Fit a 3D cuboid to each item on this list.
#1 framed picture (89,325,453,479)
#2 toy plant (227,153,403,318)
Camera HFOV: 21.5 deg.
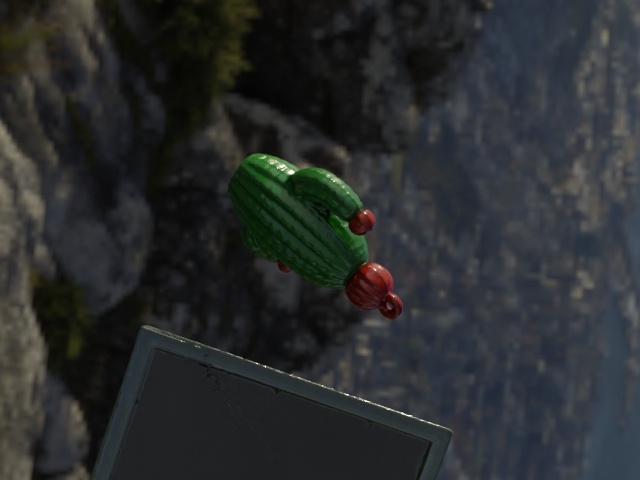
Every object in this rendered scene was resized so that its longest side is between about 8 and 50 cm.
[{"bbox_3d":[-0.056,0.227,1.510,0.019,0.296,0.232,-72,-178,-83],"label":"framed picture"},{"bbox_3d":[-0.004,-0.013,1.907,0.088,0.240,0.154,-33,136,-42],"label":"toy plant"}]
